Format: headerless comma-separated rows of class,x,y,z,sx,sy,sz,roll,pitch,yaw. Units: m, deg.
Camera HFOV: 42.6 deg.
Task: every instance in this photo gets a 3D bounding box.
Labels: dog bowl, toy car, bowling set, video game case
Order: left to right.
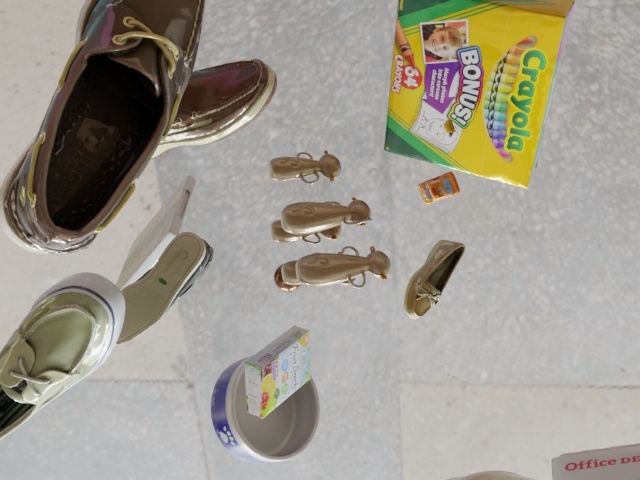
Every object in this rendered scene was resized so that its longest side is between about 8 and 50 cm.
video game case,-0.331,0.000,1.631,0.026,0.206,0.227,35,120,-19
dog bowl,-0.134,0.410,2.018,0.104,0.265,0.265,-23,111,47
bowling set,0.000,0.000,1.413,0.154,0.287,0.200,-5,147,-16
toy car,0.163,-0.109,1.165,0.060,0.040,0.122,-2,104,19

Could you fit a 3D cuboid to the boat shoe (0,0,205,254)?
boat shoe,-0.176,-0.137,0.732,0.117,0.324,0.097,34,161,-29

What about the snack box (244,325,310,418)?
snack box,-0.070,0.218,1.378,0.037,0.141,0.100,16,118,29

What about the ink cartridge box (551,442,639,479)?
ink cartridge box,0.482,0.467,1.256,0.226,0.306,0.131,-14,115,23

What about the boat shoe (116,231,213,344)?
boat shoe,-0.270,0.087,1.376,0.084,0.079,0.233,44,89,12

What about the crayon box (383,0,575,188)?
crayon box,0.301,-0.314,1.625,0.313,0.106,0.362,18,129,20

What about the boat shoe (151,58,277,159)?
boat shoe,-0.180,-0.172,1.047,0.257,0.095,0.095,-20,147,26

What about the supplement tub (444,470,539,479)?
supplement tub,0.240,0.394,0.955,0.228,0.316,0.228,2,83,-17

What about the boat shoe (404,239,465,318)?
boat shoe,0.196,0.067,1.404,0.056,0.048,0.153,41,74,-26

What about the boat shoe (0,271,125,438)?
boat shoe,-0.339,0.158,0.988,0.109,0.094,0.302,38,118,-10
